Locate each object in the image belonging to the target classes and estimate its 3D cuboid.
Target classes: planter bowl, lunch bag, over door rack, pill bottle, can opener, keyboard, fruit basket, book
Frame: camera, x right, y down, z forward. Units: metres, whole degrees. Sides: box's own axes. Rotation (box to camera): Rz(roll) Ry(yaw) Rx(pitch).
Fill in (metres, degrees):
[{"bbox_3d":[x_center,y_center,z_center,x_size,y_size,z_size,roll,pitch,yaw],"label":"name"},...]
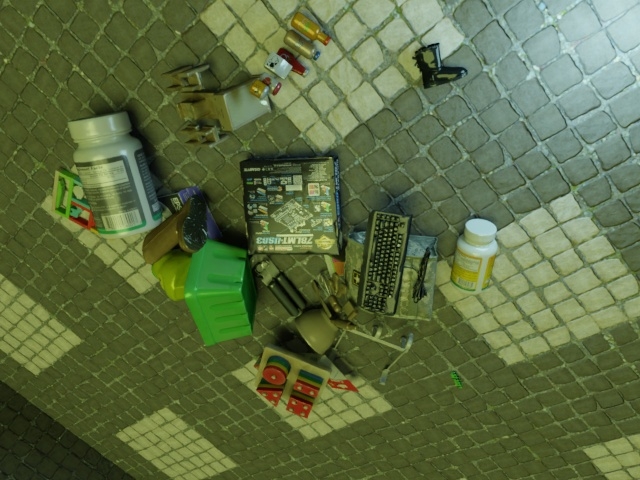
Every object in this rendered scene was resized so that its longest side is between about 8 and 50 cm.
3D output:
[{"bbox_3d":[-0.001,0.307,1.763,0.109,0.162,0.162,-40,108,6],"label":"planter bowl"},{"bbox_3d":[0.209,0.105,1.539,0.287,0.169,0.235,5,116,11],"label":"lunch bag"},{"bbox_3d":[0.174,0.376,1.789,0.239,0.108,0.324,21,140,3],"label":"over door rack"},{"bbox_3d":[-0.634,-0.203,1.537,0.204,0.204,0.361,-3,111,17],"label":"pill bottle"},{"bbox_3d":[0.456,0.047,1.469,0.118,0.117,0.208,7,125,11],"label":"pill bottle"},{"bbox_3d":[-0.159,0.150,1.753,0.280,0.074,0.093,51,155,-17],"label":"can opener"},{"bbox_3d":[0.217,0.075,1.415,0.201,0.033,0.317,8,113,6],"label":"keyboard"},{"bbox_3d":[-0.413,0.160,1.679,0.392,0.283,0.392,2,142,1],"label":"fruit basket"},{"bbox_3d":[0.091,0.066,1.638,0.144,0.035,0.096,-8,117,20],"label":"book"}]

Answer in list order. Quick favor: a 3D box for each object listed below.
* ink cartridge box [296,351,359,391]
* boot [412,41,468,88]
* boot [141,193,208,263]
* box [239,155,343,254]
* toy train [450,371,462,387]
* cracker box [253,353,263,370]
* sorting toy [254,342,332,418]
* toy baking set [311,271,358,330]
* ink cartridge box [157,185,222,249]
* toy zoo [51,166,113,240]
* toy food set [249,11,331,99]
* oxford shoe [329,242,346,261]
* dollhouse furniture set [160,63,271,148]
[{"bbox_3d":[0.018,0.522,1.911,0.224,0.056,0.181,52,147,-18],"label":"ink cartridge box"},{"bbox_3d":[0.296,-0.440,1.234,0.121,0.045,0.099,-11,117,23],"label":"boot"},{"bbox_3d":[-0.473,0.004,1.590,0.269,0.236,0.089,-34,127,28],"label":"boot"},{"bbox_3d":[-0.086,-0.103,1.501,0.295,0.073,0.293,-1,106,15],"label":"box"},{"bbox_3d":[0.502,0.516,1.833,0.024,0.017,0.083,-11,120,33],"label":"toy train"},{"bbox_3d":[-0.134,0.542,1.972,0.232,0.067,0.156,45,143,-16],"label":"cracker box"},{"bbox_3d":[-0.118,0.532,1.834,0.255,0.089,0.257,21,129,4],"label":"sorting toy"},{"bbox_3d":[0.052,0.199,1.644,0.256,0.030,0.196,-11,95,63],"label":"toy baking set"},{"bbox_3d":[-0.468,-0.072,1.696,0.208,0.045,0.206,-10,118,21],"label":"ink cartridge box"},{"bbox_3d":[-0.812,-0.115,1.772,0.293,0.030,0.192,28,126,-3],"label":"toy zoo"},{"bbox_3d":[-0.077,-0.449,1.280,0.104,0.111,0.232,32,94,-7],"label":"toy food set"},{"bbox_3d":[0.000,0.000,1.603,0.212,0.076,0.076,39,147,-1],"label":"oxford shoe"},{"bbox_3d":[-0.289,-0.389,1.403,0.242,0.161,0.212,12,128,35],"label":"dollhouse furniture set"}]
